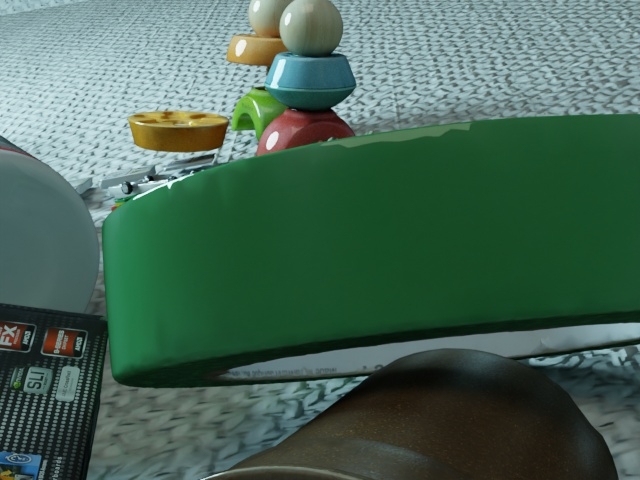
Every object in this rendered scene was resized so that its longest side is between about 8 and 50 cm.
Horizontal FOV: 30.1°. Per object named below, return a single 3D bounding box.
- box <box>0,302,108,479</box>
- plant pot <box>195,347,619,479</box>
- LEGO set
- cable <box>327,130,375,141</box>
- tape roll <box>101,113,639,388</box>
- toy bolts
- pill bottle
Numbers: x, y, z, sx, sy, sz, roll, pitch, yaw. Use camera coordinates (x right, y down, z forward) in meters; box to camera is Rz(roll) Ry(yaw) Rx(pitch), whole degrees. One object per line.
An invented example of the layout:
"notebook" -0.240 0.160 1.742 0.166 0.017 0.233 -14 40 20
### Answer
"box" -0.217 0.117 0.529 0.216 0.060 0.270 9 29 -7
"plant pot" 0.033 0.124 0.423 0.167 0.166 0.165 -1 14 23
"LEGO set" -0.185 -0.037 1.117 0.183 0.060 0.244 -11 9 -2
"cable" 0.000 0.000 0.935 0.140 0.072 0.287 19 44 23
"tape roll" 0.058 0.018 0.576 0.321 0.077 0.321 -6 -9 -1
"toy bolts" -0.065 -0.167 1.168 0.218 0.158 0.228 -7 17 -30
"pill bottle" -0.290 -0.014 0.917 0.161 0.161 0.283 -20 22 -24
